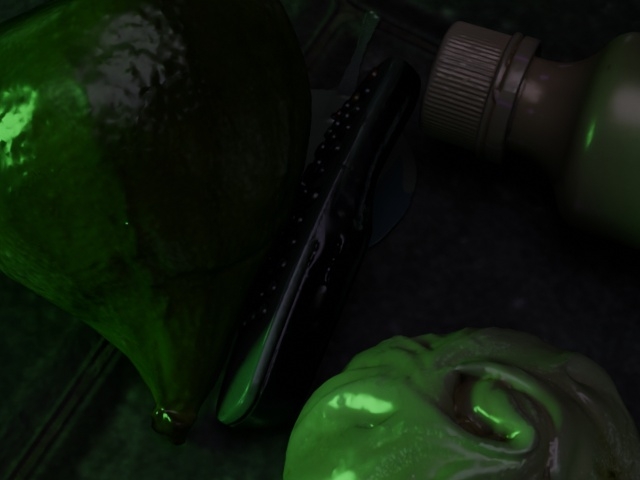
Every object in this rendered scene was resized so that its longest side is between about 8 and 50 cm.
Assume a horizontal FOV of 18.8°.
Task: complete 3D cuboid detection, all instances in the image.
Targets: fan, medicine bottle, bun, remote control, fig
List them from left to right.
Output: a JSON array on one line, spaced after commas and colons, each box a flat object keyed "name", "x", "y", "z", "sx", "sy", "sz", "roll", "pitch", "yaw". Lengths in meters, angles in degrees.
[{"name": "fig", "x": -0.083, "y": -0.021, "z": 0.995, "sx": 0.203, "sy": 0.203, "sz": 0.235, "roll": -25, "pitch": 97, "yaw": -18}, {"name": "remote control", "x": 0.000, "y": 0.000, "z": 1.020, "sx": 0.042, "sy": 0.072, "sz": 0.222, "roll": 28, "pitch": 66, "yaw": -13}, {"name": "fan", "x": 0.007, "y": -0.064, "z": 1.099, "sx": 0.113, "sy": 0.005, "sz": 0.175, "roll": 17, "pitch": 59, "yaw": 6}, {"name": "bun", "x": 0.075, "y": 0.115, "z": 0.942, "sx": 0.183, "sy": 0.102, "sz": 0.183, "roll": 1, "pitch": 62, "yaw": -3}, {"name": "medicine bottle", "x": 0.179, "y": -0.051, "z": 1.041, "sx": 0.252, "sy": 0.114, "sz": 0.114, "roll": 18, "pitch": 59, "yaw": 9}]
